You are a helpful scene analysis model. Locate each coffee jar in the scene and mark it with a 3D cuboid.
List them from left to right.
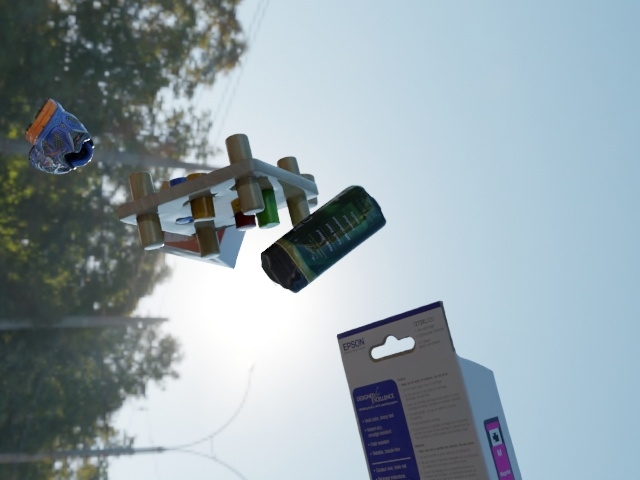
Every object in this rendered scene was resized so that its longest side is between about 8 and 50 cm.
[{"bbox_3d":[0.000,0.000,1.250,0.079,0.184,0.096,54,-11,-9],"label":"coffee jar"}]

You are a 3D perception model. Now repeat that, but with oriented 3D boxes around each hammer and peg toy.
[{"bbox_3d":[-0.145,-0.054,1.468,0.266,0.361,0.127,-18,-102,19],"label":"hammer and peg toy"}]

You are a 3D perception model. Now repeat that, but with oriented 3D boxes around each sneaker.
[{"bbox_3d":[-0.392,-0.138,1.324,0.083,0.087,0.221,-58,-175,-13],"label":"sneaker"}]

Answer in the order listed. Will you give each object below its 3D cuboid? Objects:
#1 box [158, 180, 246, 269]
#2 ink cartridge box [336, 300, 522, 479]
[{"bbox_3d":[-0.239,-0.031,1.699,0.091,0.171,0.130,45,59,-64],"label":"box"},{"bbox_3d":[0.133,0.262,0.954,0.176,0.069,0.370,-25,-104,45],"label":"ink cartridge box"}]
